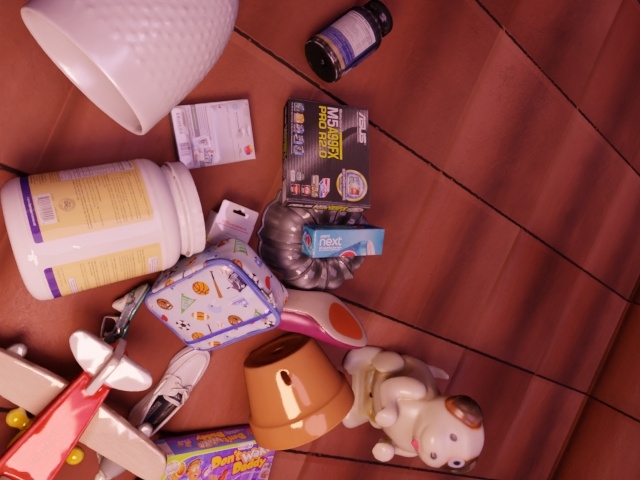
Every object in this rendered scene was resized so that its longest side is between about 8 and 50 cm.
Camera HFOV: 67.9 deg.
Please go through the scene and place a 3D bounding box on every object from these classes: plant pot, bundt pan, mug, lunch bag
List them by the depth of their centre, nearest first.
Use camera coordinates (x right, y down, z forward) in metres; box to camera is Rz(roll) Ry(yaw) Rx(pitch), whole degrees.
[{"bbox_3d":[-0.361,-0.445,0.903,0.374,0.276,0.328,40,74,-1],"label":"mug"},{"bbox_3d":[-0.232,0.139,1.105,0.243,0.303,0.115,55,29,-25],"label":"lunch bag"},{"bbox_3d":[-0.079,0.382,1.273,0.290,0.291,0.204,-26,98,-23],"label":"plant pot"},{"bbox_3d":[0.000,0.000,1.293,0.330,0.124,0.331,-9,108,-28],"label":"bundt pan"}]

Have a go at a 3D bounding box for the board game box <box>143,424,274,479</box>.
[{"bbox_3d":[-0.297,0.637,1.281,0.347,0.078,0.234,8,98,-41],"label":"board game box"}]

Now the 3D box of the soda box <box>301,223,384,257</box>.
[{"bbox_3d":[0.059,-0.001,1.214,0.210,0.067,0.071,-2,103,-30],"label":"soda box"}]

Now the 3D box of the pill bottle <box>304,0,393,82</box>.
[{"bbox_3d":[0.076,-0.508,1.203,0.219,0.122,0.123,-42,120,-15],"label":"pill bottle"}]

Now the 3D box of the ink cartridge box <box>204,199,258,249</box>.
[{"bbox_3d":[-0.239,-0.007,1.185,0.104,0.061,0.181,22,92,-32],"label":"ink cartridge box"}]

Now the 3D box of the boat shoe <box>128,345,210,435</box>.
[{"bbox_3d":[-0.372,0.380,1.194,0.267,0.088,0.096,-45,120,-13],"label":"boat shoe"}]

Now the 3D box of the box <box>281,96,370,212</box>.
[{"bbox_3d":[0.014,-0.212,1.198,0.216,0.060,0.270,4,78,-16],"label":"box"}]

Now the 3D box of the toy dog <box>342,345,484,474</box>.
[{"bbox_3d":[0.299,0.529,1.439,0.395,0.408,0.285,4,102,-31],"label":"toy dog"}]

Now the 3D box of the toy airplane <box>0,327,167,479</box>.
[{"bbox_3d":[-0.541,0.367,0.999,0.384,0.272,0.387,-7,84,-30],"label":"toy airplane"}]

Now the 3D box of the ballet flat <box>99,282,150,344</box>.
[{"bbox_3d":[-0.464,0.176,1.105,0.070,0.070,0.189,28,84,-33],"label":"ballet flat"}]

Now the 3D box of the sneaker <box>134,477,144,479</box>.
[{"bbox_3d":[-0.433,0.610,1.248,0.119,0.047,0.057,-6,100,-37],"label":"sneaker"}]

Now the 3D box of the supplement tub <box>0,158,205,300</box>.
[{"bbox_3d":[-0.426,-0.034,0.963,0.331,0.241,0.241,-15,110,-27],"label":"supplement tub"}]

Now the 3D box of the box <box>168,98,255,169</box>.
[{"bbox_3d":[-0.254,-0.252,1.126,0.186,0.038,0.145,-15,110,-26],"label":"box"}]

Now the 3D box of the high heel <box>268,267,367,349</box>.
[{"bbox_3d":[-0.062,0.204,1.258,0.377,0.181,0.127,35,42,-14],"label":"high heel"}]
